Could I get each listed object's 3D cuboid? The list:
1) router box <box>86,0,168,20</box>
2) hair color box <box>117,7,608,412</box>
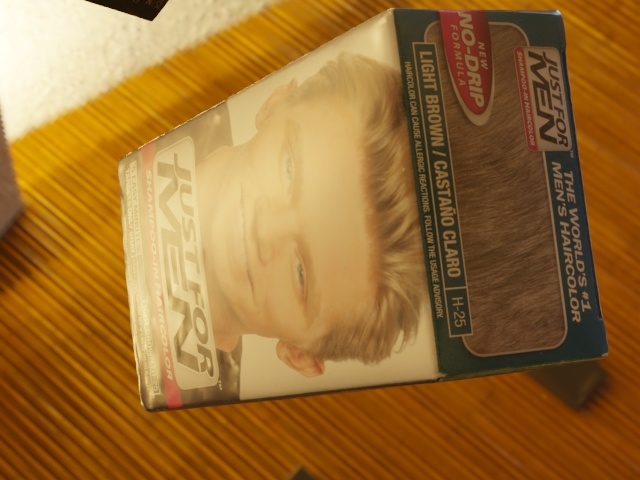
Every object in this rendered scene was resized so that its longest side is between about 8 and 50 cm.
[{"bbox_3d":[-0.250,-0.288,0.970,0.081,0.309,0.243,-51,-12,12],"label":"router box"},{"bbox_3d":[0.000,0.000,0.781,0.105,0.173,0.347,-4,-7,-30],"label":"hair color box"}]
